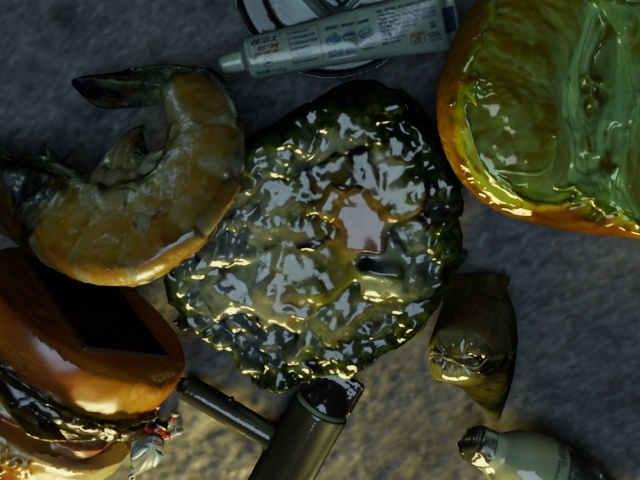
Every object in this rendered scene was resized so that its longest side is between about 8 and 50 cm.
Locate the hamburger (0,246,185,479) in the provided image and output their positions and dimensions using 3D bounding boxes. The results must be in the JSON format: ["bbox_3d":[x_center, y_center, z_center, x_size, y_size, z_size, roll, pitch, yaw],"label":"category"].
[{"bbox_3d":[-0.314,0.159,1.035,0.291,0.291,0.225,37,100,-5],"label":"hamburger"}]

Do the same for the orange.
[{"bbox_3d":[0.275,-0.141,0.931,0.334,0.196,0.263,5,100,-8],"label":"orange"}]

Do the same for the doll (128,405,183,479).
[{"bbox_3d":[-0.224,0.272,1.173,0.057,0.039,0.114,19,100,-44],"label":"doll"}]

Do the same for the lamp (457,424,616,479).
[{"bbox_3d":[0.287,0.297,1.101,0.250,0.101,0.101,27,106,-10],"label":"lamp"}]

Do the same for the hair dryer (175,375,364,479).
[{"bbox_3d":[-0.094,0.206,1.133,0.248,0.078,0.196,28,104,3],"label":"hair dryer"}]

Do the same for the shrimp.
[{"bbox_3d":[-0.264,-0.099,0.980,0.444,0.085,0.272,15,69,33],"label":"shrimp"}]

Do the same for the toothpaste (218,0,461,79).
[{"bbox_3d":[0.020,-0.219,0.968,0.268,0.047,0.069,-11,86,5],"label":"toothpaste"}]

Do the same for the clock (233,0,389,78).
[{"bbox_3d":[0.013,-0.296,0.997,0.225,0.049,0.226,1,105,4],"label":"clock"}]

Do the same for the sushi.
[{"bbox_3d":[0.000,0.000,1.009,0.351,0.178,0.294,-30,102,13],"label":"sushi"}]

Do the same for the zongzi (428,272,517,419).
[{"bbox_3d":[0.179,0.163,1.024,0.094,0.205,0.205,-3,108,17],"label":"zongzi"}]
